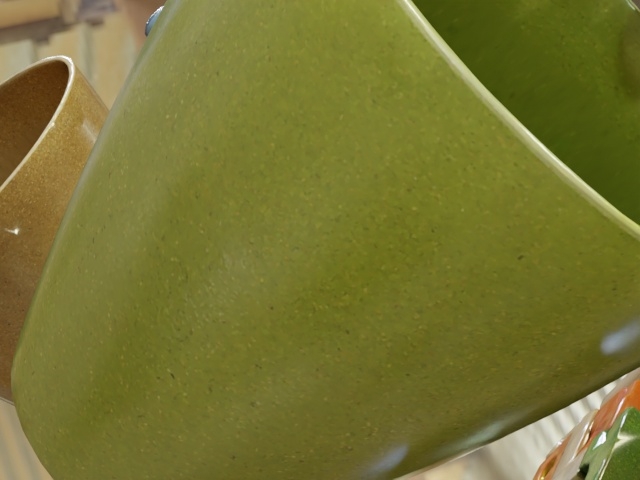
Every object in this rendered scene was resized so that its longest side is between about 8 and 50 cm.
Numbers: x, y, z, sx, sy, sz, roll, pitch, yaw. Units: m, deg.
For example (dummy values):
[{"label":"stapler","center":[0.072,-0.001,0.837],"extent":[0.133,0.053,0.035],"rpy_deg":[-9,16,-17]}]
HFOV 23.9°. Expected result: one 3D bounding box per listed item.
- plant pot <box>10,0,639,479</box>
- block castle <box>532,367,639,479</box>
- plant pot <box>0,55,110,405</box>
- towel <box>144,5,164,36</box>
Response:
[{"label":"plant pot","center":[0.000,0.000,0.673],"extent":[0.293,0.275,0.274],"rpy_deg":[-43,-123,26]},{"label":"block castle","center":[0.271,0.240,0.918],"extent":[0.303,0.453,0.213],"rpy_deg":[33,-41,2]},{"label":"plant pot","center":[-0.181,0.037,1.110],"extent":[0.254,0.237,0.237],"rpy_deg":[46,-8,-25]},{"label":"towel","center":[-0.058,-0.141,1.034],"extent":[0.119,0.067,0.029],"rpy_deg":[24,-45,28]}]
